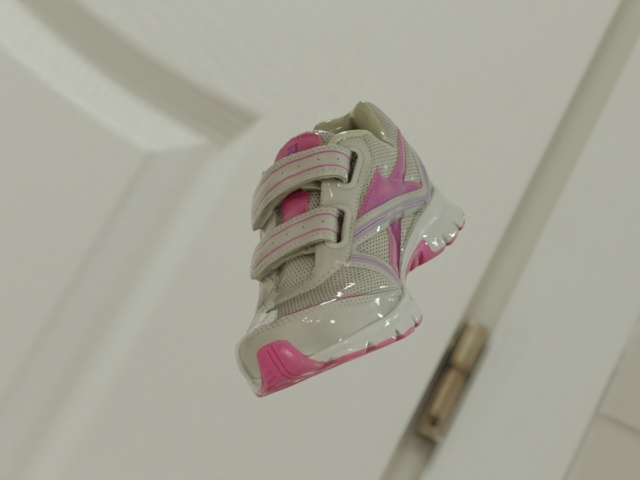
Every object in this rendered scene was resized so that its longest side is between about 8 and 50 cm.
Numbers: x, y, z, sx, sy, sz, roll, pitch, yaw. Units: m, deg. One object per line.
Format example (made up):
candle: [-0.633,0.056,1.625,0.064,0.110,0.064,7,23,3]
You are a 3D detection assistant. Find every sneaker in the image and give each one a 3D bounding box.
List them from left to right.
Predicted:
sneaker: [0.000,0.000,1.009,0.103,0.252,0.111,-25,-74,24]
